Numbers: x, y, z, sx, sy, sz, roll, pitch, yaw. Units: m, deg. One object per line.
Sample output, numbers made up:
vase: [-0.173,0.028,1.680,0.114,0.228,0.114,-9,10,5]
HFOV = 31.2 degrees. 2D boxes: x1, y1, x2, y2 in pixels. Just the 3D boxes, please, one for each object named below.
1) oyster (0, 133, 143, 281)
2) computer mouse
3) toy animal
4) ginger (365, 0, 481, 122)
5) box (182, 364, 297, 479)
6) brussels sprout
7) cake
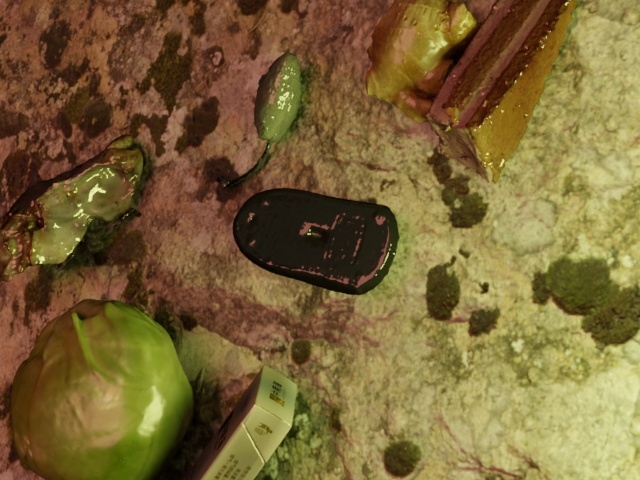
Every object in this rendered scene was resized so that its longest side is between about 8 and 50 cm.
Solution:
oyster: [-0.437,-0.049,1.990,0.337,0.133,0.197,-33,34,10]
computer mouse: [0.000,0.000,1.695,0.270,0.086,0.137,12,82,28]
toy animal: [-0.088,-0.179,1.822,0.079,0.070,0.252,-105,37,-63]
ginger: [0.146,-0.286,1.642,0.157,0.102,0.216,29,97,31]
box: [-0.127,0.315,1.675,0.067,0.155,0.243,33,105,-8]
brussels sprout: [-0.337,0.258,1.793,0.328,0.247,0.328,-14,58,24]
cake: [0.246,-0.237,1.564,0.116,0.113,0.295,25,89,35]
